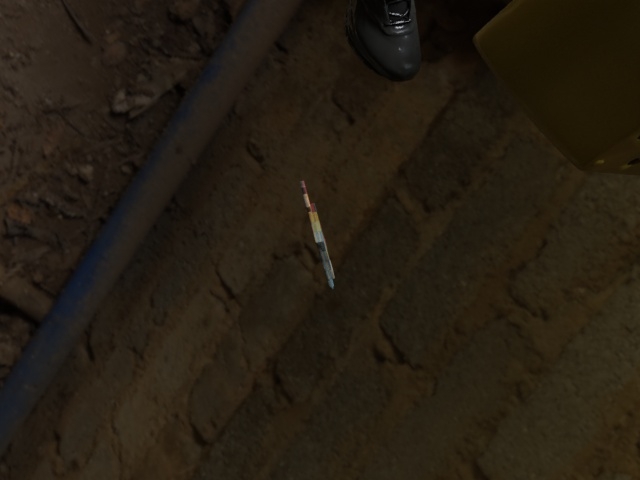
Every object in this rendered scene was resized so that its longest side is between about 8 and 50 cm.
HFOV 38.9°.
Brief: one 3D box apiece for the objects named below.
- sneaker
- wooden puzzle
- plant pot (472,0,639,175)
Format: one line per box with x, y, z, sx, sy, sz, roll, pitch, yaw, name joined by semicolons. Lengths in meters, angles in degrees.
0.093;-0.381;1.366;0.109;0.130;0.286;-19;91;-24;sneaker
0.000;0.000;0.638;0.006;0.049;0.083;-15;136;1;wooden puzzle
0.327;-0.184;0.950;0.212;0.187;0.212;1;152;-38;plant pot
